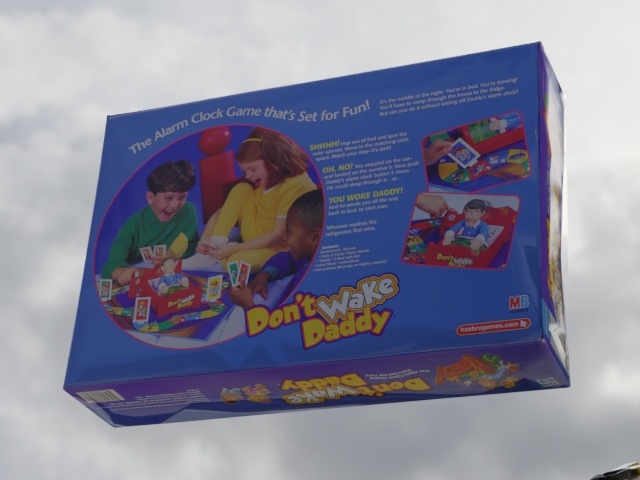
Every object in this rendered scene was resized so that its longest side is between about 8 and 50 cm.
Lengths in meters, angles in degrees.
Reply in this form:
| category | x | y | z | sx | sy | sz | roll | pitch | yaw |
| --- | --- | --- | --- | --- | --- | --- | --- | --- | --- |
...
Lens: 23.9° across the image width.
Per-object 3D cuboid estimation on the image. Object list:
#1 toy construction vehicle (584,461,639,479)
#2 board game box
| category | x | y | z | sx | sy | sz | roll | pitch | yaw |
| --- | --- | --- | --- | --- | --- | --- | --- | --- | --- |
| toy construction vehicle | 0.180 | 0.165 | 0.838 | 0.035 | 0.086 | 0.098 | -21 | -7 | -29 |
| board game box | 0.000 | 0.000 | 1.084 | 0.347 | 0.233 | 0.078 | -7 | -30 | 21 |
